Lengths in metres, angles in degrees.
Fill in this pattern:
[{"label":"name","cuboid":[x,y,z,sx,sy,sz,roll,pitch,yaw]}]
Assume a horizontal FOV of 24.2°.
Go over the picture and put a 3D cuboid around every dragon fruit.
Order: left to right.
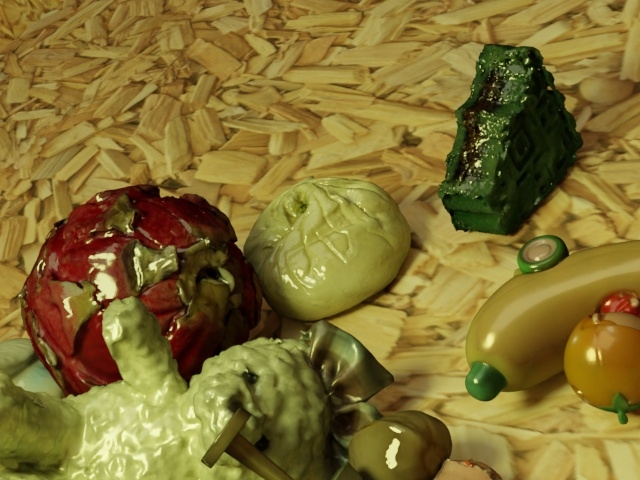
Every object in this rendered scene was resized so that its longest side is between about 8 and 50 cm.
[{"label":"dragon fruit","cuboid":[-0.235,0.086,1.946,0.329,0.329,0.329,-24,30,15]}]

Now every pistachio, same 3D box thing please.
[{"label":"pistachio","cuboid":[0.082,0.236,1.609,0.113,0.113,0.149,-52,12,-32]}]

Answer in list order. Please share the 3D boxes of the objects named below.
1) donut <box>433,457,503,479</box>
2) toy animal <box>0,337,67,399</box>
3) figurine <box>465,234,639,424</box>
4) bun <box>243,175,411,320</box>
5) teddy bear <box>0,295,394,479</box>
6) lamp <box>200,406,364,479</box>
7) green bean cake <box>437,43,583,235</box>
[{"label":"donut","cuboid":[0.146,0.294,1.508,0.117,0.065,0.166,-2,42,44]},{"label":"toy animal","cuboid":[-0.448,0.261,1.996,0.174,0.249,0.289,25,16,20]},{"label":"figurine","cuboid":[0.310,0.093,1.604,0.324,0.124,0.222,-12,35,25]},{"label":"bun","cuboid":[0.000,0.000,2.020,0.229,0.145,0.229,-23,28,13]},{"label":"teddy bear","cuboid":[-0.153,0.207,1.641,0.362,0.375,0.327,-21,69,25]},{"label":"lamp","cuboid":[-0.021,0.268,1.553,0.121,0.214,0.121,-53,-1,-1]},{"label":"green bean cake","cuboid":[0.233,-0.127,1.942,0.107,0.193,0.208,17,56,47]}]
